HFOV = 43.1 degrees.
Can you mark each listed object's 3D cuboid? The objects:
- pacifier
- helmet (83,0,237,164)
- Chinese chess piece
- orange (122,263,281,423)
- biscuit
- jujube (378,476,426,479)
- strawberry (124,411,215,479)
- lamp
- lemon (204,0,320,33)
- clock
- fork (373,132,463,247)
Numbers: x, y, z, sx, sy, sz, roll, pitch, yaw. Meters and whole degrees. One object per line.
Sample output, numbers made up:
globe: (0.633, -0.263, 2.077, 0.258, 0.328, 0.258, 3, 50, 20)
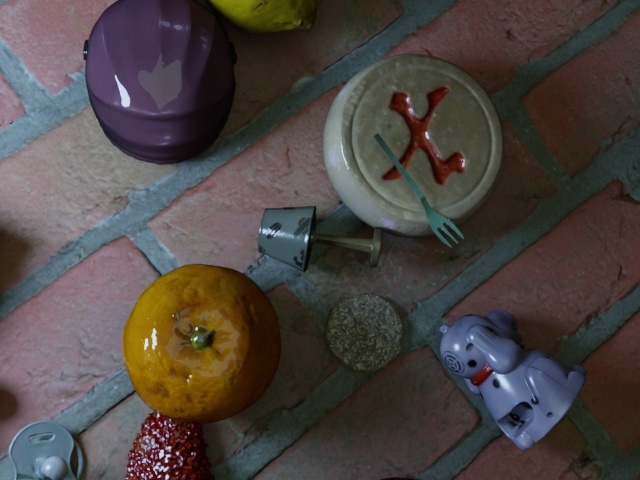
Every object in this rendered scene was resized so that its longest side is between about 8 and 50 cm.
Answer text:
pacifier: (-0.434, 0.368, 1.311, 0.126, 0.116, 0.150, 8, 75, -36)
helmet: (-0.277, -0.310, 1.399, 0.270, 0.197, 0.339, 2, 82, -9)
Chinese chess piece: (0.170, -0.172, 1.496, 0.338, 0.140, 0.338, 2, 82, -11)
orange: (-0.192, 0.168, 1.327, 0.261, 0.261, 0.261, 2, 82, -11)
biscuit: (0.082, 0.169, 1.490, 0.152, 0.020, 0.152, 2, 82, -13)
jujube: (0.163, 0.500, 1.359, 0.232, 0.213, 0.213, 9, 80, -18)
strawberry: (-0.264, 0.384, 1.355, 0.167, 0.087, 0.208, -15, 84, -12)
lamp: (0.000, 0.000, 1.443, 0.214, 0.121, 0.121, 9, 80, 2)
lemon: (-0.112, -0.498, 1.432, 0.253, 0.253, 0.310, -34, 91, -14)
clock: (0.325, 0.230, 1.470, 0.254, 0.189, 0.189, 42, 76, 13)
fork: (0.166, -0.089, 1.406, 0.039, 0.021, 0.235, -37, 90, -17)
